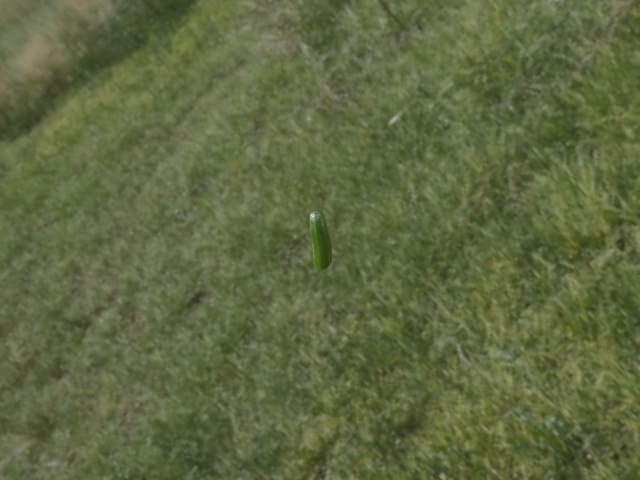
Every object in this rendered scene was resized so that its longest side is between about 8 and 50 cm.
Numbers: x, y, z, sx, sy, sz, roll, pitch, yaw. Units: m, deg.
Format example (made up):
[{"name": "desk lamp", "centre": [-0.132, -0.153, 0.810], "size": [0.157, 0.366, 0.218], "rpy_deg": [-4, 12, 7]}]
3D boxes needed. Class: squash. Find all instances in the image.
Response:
[{"name": "squash", "centre": [0.000, 0.001, 1.140], "size": [0.027, 0.089, 0.027], "rpy_deg": [-4, 45, 4]}]
